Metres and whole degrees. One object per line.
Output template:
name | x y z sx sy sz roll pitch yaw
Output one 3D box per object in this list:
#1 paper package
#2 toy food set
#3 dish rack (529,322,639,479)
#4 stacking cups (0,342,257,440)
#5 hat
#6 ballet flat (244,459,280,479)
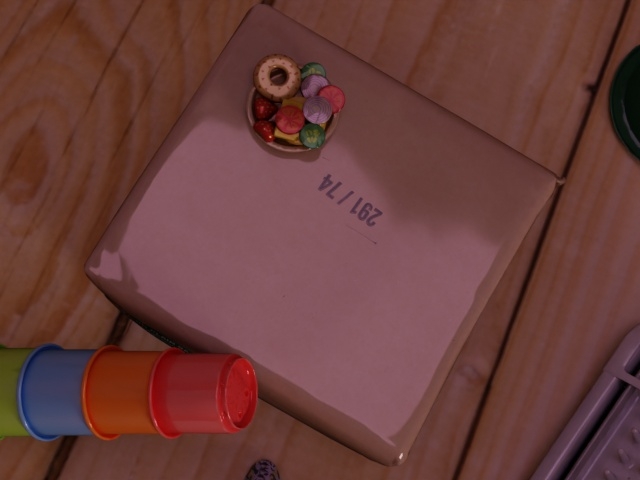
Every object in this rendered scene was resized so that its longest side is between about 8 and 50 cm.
paper package | 0.000 0.000 0.949 0.324 0.168 0.310 31 77 0
toy food set | -0.022 -0.116 0.874 0.082 0.020 0.083 14 77 -3
dish rack | 0.343 0.254 0.929 0.285 0.072 0.333 29 74 38
stacking cups | -0.210 0.125 0.865 0.316 0.096 0.096 -5 77 24
hat | 0.420 -0.159 1.015 0.208 0.183 0.173 1 78 -6
ballet flat | -0.061 0.263 0.954 0.041 0.041 0.114 14 77 -3
